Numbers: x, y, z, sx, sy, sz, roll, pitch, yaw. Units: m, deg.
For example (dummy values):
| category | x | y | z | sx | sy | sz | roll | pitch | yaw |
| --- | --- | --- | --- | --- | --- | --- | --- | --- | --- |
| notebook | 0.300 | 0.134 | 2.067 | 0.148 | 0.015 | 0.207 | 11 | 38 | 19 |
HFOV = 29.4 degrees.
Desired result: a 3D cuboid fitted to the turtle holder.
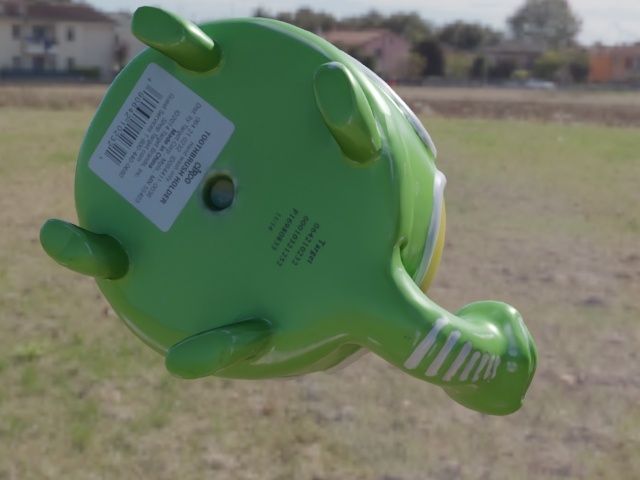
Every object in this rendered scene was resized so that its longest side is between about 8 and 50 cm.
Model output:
| category | x | y | z | sx | sy | sz | roll | pitch | yaw |
| --- | --- | --- | --- | --- | --- | --- | --- | --- | --- |
| turtle holder | -0.003 | -0.019 | 0.845 | 0.320 | 0.244 | 0.227 | 5 | -5 | 26 |
